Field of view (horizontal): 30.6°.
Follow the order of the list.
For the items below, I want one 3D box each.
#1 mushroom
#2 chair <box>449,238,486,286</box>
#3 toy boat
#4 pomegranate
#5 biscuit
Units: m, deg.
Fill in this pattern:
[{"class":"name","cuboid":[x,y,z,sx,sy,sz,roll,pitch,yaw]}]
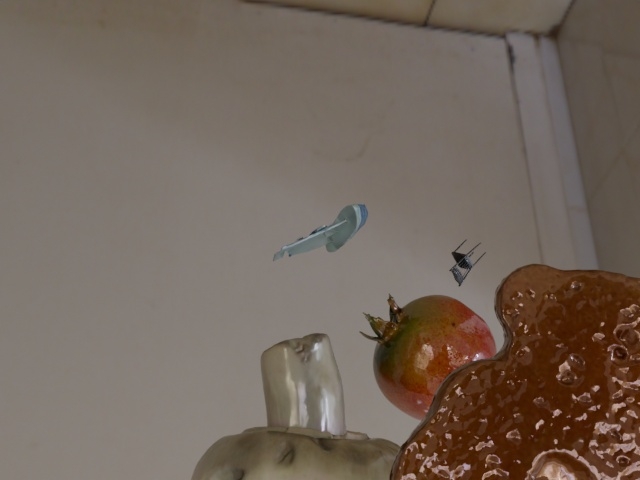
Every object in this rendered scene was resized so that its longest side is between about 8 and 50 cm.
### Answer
[{"class":"mushroom","cuboid":[-0.034,0.361,1.779,0.353,0.353,0.325,12,136,-16]},{"class":"chair","cuboid":[0.237,0.037,1.965,0.042,0.086,0.037,3,132,51]},{"class":"toy boat","cuboid":[0.003,0.001,1.595,0.149,0.034,0.105,-36,163,-12]},{"class":"pomegranate","cuboid":[0.186,0.195,2.046,0.257,0.221,0.221,34,134,-13]},{"class":"biscuit","cuboid":[0.276,0.252,1.279,0.350,0.455,0.078,32,168,9]}]
